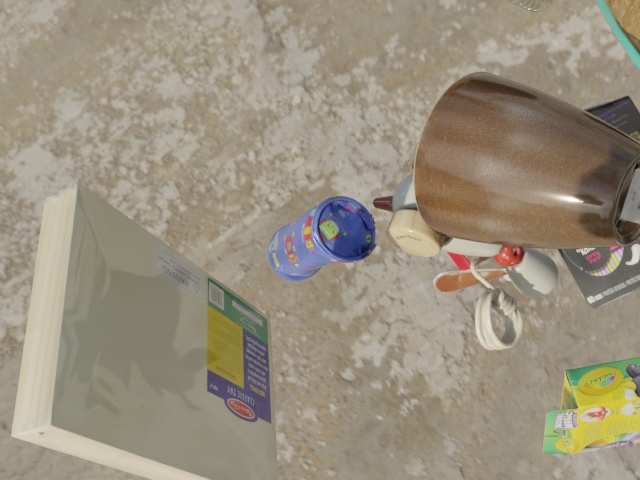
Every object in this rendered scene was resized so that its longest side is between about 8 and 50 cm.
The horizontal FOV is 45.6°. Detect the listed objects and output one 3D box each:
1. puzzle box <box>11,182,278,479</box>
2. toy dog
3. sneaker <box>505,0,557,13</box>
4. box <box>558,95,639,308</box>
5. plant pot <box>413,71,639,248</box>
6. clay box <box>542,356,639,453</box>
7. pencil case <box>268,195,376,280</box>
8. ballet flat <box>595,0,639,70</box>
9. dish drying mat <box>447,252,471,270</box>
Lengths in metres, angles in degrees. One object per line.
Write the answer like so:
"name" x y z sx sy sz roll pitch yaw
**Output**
"puzzle box" -0.176 0.147 0.905 0.052 0.409 0.272 -19 55 21
"toy dog" 0.206 -0.006 1.169 0.220 0.334 0.161 -46 23 -26
"sneaker" 0.225 -0.393 0.998 0.222 0.083 0.118 33 53 -4
"box" 0.447 -0.058 1.178 0.143 0.165 0.270 -20 76 -26
"plant pot" 0.268 -0.077 0.903 0.230 0.215 0.215 22 75 43
"clay box" 0.354 0.178 0.844 0.222 0.127 0.053 -10 51 5
"pencil case" 0.000 0.000 1.425 0.133 0.306 0.119 -17 87 -23
"ballet flat" 0.161 -0.200 0.407 0.116 0.124 0.342 3 41 -17
"dish drying mat" 0.279 0.040 1.515 0.008 0.032 0.083 -24 71 -35
